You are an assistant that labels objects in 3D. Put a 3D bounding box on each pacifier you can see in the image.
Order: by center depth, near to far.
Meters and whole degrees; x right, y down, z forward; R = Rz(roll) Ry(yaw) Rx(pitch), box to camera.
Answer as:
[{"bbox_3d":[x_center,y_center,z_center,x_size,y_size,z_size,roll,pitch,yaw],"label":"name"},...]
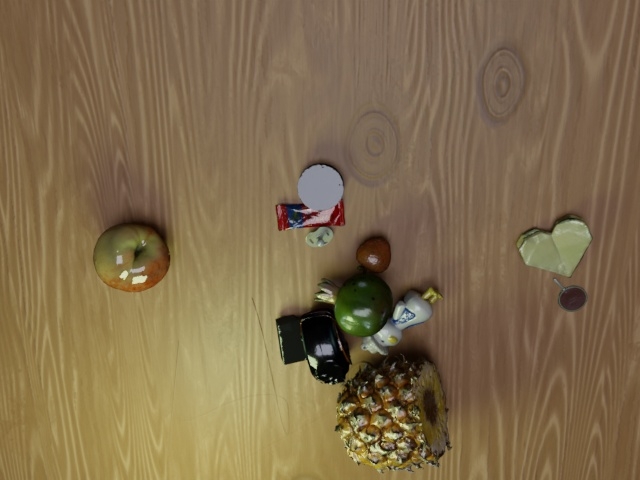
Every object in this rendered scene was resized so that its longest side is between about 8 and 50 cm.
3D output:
[{"bbox_3d":[0.000,0.000,1.913,0.083,0.064,0.068,-26,123,13],"label":"pacifier"}]

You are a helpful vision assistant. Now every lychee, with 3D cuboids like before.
[{"bbox_3d":[0.154,0.058,1.902,0.101,0.114,0.140,14,93,24],"label":"lychee"}]

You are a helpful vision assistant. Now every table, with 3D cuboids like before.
[{"bbox_3d":[0.001,-0.152,1.859,0.134,0.043,0.133,0,100,2],"label":"table"}]

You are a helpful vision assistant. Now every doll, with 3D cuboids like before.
[{"bbox_3d":[0.236,0.242,1.952,0.293,0.119,0.138,-38,137,14],"label":"doll"}]

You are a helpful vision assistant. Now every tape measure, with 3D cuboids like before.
[{"bbox_3d":[0.011,0.312,1.948,0.135,0.202,0.222,-17,100,7],"label":"tape measure"}]

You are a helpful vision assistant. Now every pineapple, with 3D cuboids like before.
[{"bbox_3d":[0.209,0.515,1.941,0.300,0.352,0.352,-12,108,18],"label":"pineapple"}]

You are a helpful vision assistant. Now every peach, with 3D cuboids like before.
[{"bbox_3d":[-0.560,0.052,1.919,0.233,0.232,0.232,1,110,4],"label":"peach"}]

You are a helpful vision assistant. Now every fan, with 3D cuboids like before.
[{"bbox_3d":[0.737,0.158,1.944,0.085,0.005,0.133,-42,102,17],"label":"fan"}]

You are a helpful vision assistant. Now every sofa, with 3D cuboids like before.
[{"bbox_3d":[-0.089,0.307,2.038,0.085,0.060,0.147,-11,109,-10],"label":"sofa"}]

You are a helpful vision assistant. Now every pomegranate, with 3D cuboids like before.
[{"bbox_3d":[0.094,0.175,1.867,0.225,0.187,0.186,17,110,12],"label":"pomegranate"}]

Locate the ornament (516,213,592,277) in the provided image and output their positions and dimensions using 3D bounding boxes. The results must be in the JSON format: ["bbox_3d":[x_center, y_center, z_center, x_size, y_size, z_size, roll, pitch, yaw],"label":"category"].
[{"bbox_3d":[0.684,0.032,1.880,0.201,0.059,0.180,-24,107,15],"label":"ornament"}]

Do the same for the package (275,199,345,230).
[{"bbox_3d":[-0.030,-0.073,1.911,0.201,0.022,0.083,-5,109,4],"label":"package"}]
